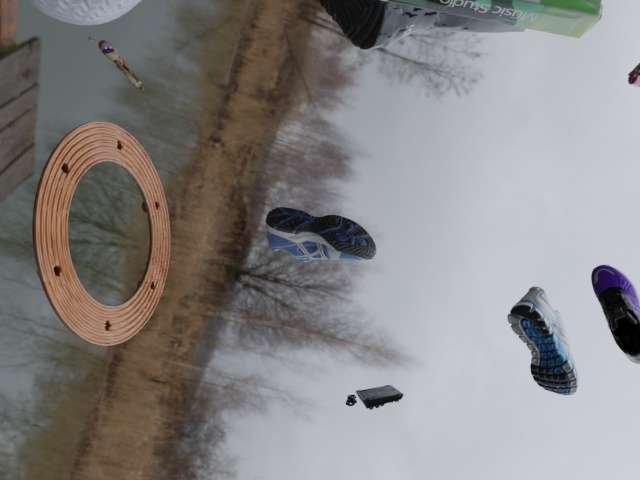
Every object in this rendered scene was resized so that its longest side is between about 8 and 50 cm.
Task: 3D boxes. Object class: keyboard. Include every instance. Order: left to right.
[{"bbox_3d":[0.102,0.314,1.201,0.180,0.108,0.023,96,-15,-81],"label":"keyboard"}]

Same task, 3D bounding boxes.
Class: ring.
[{"bbox_3d":[-0.323,-0.010,0.914,0.336,0.032,0.336,-2,90,-75],"label":"ring"}]

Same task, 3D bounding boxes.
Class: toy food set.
[{"bbox_3d":[-0.362,-0.324,1.085,0.019,0.122,0.078,-44,-152,2],"label":"toy food set"}]

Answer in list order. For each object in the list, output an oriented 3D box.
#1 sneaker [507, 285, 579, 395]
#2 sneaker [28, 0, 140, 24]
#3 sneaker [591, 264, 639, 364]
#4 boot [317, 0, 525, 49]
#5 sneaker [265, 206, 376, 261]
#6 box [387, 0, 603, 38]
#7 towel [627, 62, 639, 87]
[{"bbox_3d":[0.353,0.152,0.918,0.071,0.190,0.083,-6,-150,42],"label":"sneaker"},{"bbox_3d":[-0.177,-0.319,0.513,0.210,0.137,0.365,-16,-118,60],"label":"sneaker"},{"bbox_3d":[0.825,0.192,1.647,0.102,0.146,0.293,-30,-117,29],"label":"sneaker"},{"bbox_3d":[0.167,-0.515,1.073,0.367,0.445,0.146,61,-34,10],"label":"boot"},{"bbox_3d":[0.000,0.000,1.118,0.080,0.211,0.081,-72,177,-46],"label":"sneaker"},{"bbox_3d":[0.172,-0.380,0.702,0.058,0.322,0.232,98,2,-81],"label":"box"},{"bbox_3d":[0.760,-0.380,1.251,0.197,0.144,0.029,-50,-143,44],"label":"towel"}]
